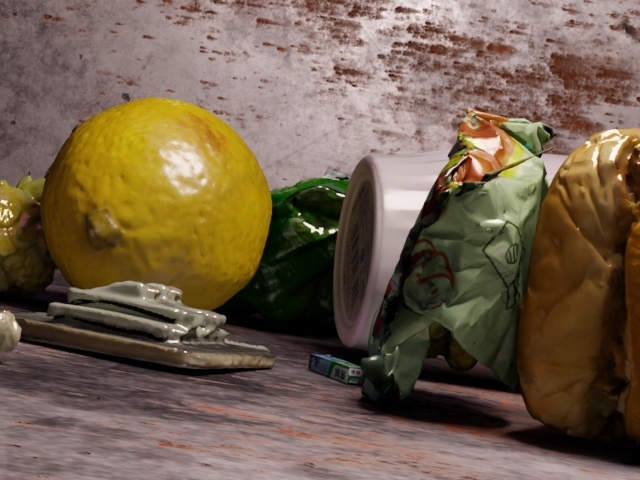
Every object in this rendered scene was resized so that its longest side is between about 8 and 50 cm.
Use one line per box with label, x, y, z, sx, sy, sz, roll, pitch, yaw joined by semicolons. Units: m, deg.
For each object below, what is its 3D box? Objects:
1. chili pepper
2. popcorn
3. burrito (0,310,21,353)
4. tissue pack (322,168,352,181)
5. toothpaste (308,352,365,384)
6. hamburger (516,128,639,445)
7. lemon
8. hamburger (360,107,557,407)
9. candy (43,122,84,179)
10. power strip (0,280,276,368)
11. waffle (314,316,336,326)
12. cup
chili pepper;-0.001;0.011;2.021;0.385;0.167;0.213;-8;8;35
popcorn;-0.350;-0.004;1.908;0.141;0.162;0.135;49;-16;25
burrito;-0.320;0.063;1.315;0.188;0.045;0.058;6;-4;-35
tissue pack;0.111;0.025;2.174;0.257;0.081;0.185;21;-33;33
toothpaste;0.016;0.120;1.627;0.020;0.017;0.083;9;1;-27
hamburger;0.277;0.032;1.460;0.158;0.318;0.319;13;3;25
lemon;-0.175;-0.031;1.865;0.267;0.267;0.267;9;2;0
hamburger;0.138;0.035;1.494;0.150;0.276;0.260;25;12;4
candy;-0.288;-0.052;2.629;0.214;0.157;0.289;9;-29;46
power strip;-0.162;0.070;1.576;0.213;0.064;0.198;9;0;19
waffle;0.025;0.094;2.187;0.169;0.036;0.183;15;-1;-35
cup;0.214;0.032;1.813;0.372;0.253;0.253;6;2;-12
